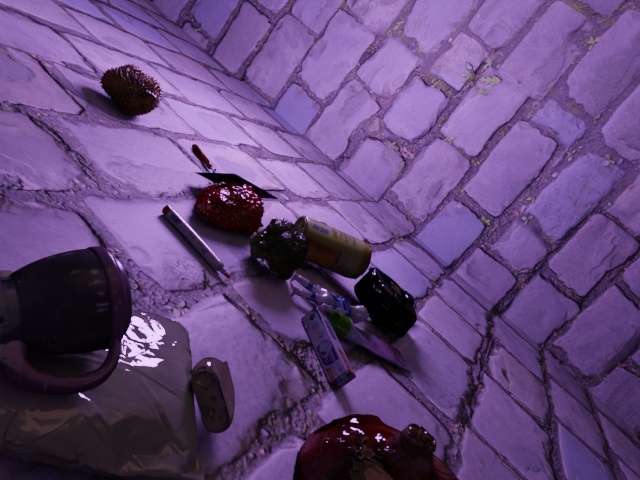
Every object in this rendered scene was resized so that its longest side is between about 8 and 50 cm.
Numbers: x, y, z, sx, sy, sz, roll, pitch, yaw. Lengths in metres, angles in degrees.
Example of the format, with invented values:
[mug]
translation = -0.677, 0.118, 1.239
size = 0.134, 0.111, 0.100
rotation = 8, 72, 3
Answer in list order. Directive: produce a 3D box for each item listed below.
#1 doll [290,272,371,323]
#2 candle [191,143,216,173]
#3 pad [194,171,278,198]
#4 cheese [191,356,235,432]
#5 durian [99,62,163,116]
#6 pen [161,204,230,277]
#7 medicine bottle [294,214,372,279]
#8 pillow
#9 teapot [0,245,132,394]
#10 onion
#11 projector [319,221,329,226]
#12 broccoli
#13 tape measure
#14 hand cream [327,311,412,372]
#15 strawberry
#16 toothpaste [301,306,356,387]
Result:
[doll]
translation = 0.030, 0.158, 1.323
size = 0.227, 0.057, 0.114
rotation = 25, 13, -14
[candle]
translation = -0.347, -0.241, 1.619
size = 0.167, 0.021, 0.026
rotation = 50, -1, 35
[pad]
translation = -0.225, -0.148, 1.476
size = 0.143, 0.003, 0.211
rotation = 6, -10, 30
[cheese]
translation = -0.144, 0.205, 0.771
size = 0.192, 0.038, 0.097
rotation = 143, -68, -87
[durian]
translation = -0.525, -0.422, 1.526
size = 0.168, 0.136, 0.158
rotation = 37, 35, 22
[pen]
translation = -0.262, 0.004, 1.147
size = 0.218, 0.026, 0.026
rotation = 44, 17, 16
[medicine bottle]
translation = 0.030, 0.025, 1.513
size = 0.239, 0.124, 0.124
rotation = 25, 21, -21
[pillow]
translation = -0.269, 0.153, 0.648
size = 0.274, 0.076, 0.280
rotation = 27, 20, -30
[teapot]
translation = -0.284, 0.085, 0.573
size = 0.146, 0.148, 0.116
rotation = -7, 0, -39
[onion]
translation = 0.087, 0.330, 0.703
size = 0.252, 0.219, 0.252
rotation = 27, 17, -9
[projector]
translation = 0.000, 0.000, 1.620
size = 0.083, 0.082, 0.083
rotation = 44, 17, 16
[broccoli]
translation = -0.098, 0.014, 1.284
size = 0.162, 0.138, 0.145
rotation = 81, 4, -66
[tape measure]
translation = 0.180, 0.167, 1.528
size = 0.186, 0.112, 0.199
rotation = 45, 10, -5
[hand cream]
translation = 0.123, 0.248, 1.318
size = 0.275, 0.050, 0.079
rotation = 35, 41, -34
[strawberry]
translation = -0.235, -0.102, 1.352
size = 0.174, 0.098, 0.228
rotation = 46, 16, 27
[toothpaste]
translation = 0.014, 0.222, 1.141
size = 0.040, 0.047, 0.196
rotation = 45, 9, -39
